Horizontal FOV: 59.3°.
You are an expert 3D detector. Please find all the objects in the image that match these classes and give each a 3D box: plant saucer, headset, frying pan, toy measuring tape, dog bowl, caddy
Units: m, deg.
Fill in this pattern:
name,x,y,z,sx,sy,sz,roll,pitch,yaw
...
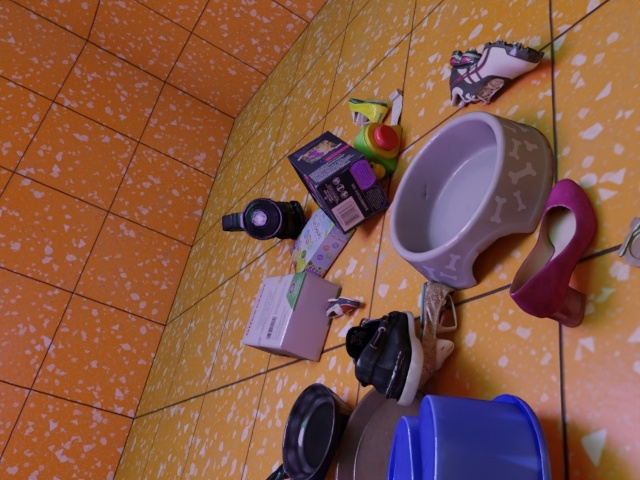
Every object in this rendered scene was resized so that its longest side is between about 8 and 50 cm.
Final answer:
name,x,y,z,sx,sy,sz,roll,pitch,yaw
plant saucer,0.117,0.380,0.979,0.278,0.041,0.278,-48,28,37
headset,-0.136,-0.093,1.783,0.394,0.243,0.185,-3,89,33
frying pan,-0.042,0.452,1.147,0.197,0.053,0.326,13,80,65
toy measuring tape,0.155,-0.302,1.501,0.121,0.121,0.330,-36,36,50
dog bowl,0.262,-0.085,1.061,0.349,0.102,0.348,-47,29,37
caddy,0.188,0.352,0.683,0.241,0.179,0.341,109,173,-58

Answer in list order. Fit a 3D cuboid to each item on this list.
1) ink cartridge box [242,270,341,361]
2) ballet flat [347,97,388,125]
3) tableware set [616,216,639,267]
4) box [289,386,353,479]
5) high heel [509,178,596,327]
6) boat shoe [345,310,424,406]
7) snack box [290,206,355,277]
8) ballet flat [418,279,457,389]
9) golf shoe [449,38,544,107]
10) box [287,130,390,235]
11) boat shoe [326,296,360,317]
name,x,y,z,sx,sy,sz,roll,pitch,yaw
ink cartridge box,-0.084,0.203,1.501,0.278,0.117,0.201,-14,54,61
ballet flat,0.133,-0.386,1.699,0.231,0.077,0.077,-140,59,-65
tableware set,0.447,-0.008,0.679,0.141,0.020,0.168,-58,23,17
box,-0.014,0.440,1.211,0.225,0.036,0.136,-67,23,-3
high heel,0.325,-0.002,0.811,0.082,0.117,0.244,-24,46,58
boat shoe,0.099,0.187,0.984,0.340,0.113,0.127,-69,-5,-80
snack box,0.000,0.000,1.588,0.207,0.070,0.174,-55,24,18
ballet flat,0.202,0.161,0.980,0.073,0.067,0.206,70,-151,-58
golf shoe,0.354,-0.336,1.151,0.273,0.105,0.120,-146,66,-73
box,0.040,-0.157,1.462,0.143,0.165,0.270,-33,29,-2
boat shoe,0.052,0.160,1.339,0.137,0.049,0.043,-21,51,62
